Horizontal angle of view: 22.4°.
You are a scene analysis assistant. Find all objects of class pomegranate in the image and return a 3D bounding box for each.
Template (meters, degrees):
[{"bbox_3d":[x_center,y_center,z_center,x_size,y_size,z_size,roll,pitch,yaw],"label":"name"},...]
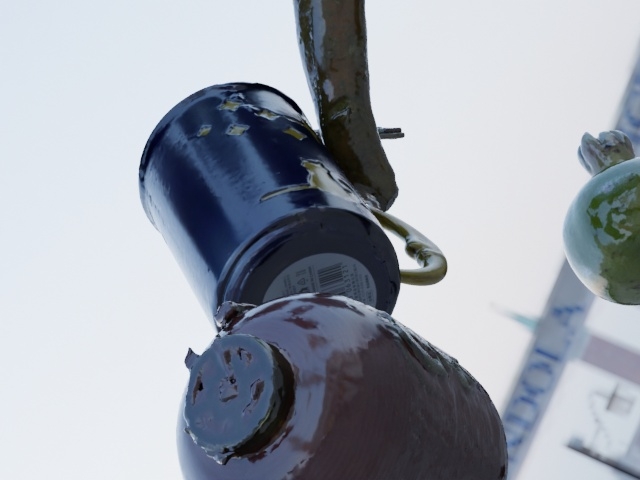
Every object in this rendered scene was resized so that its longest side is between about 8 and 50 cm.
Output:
[{"bbox_3d":[0.343,-0.024,1.812,0.179,0.210,0.179,-38,-30,-27],"label":"pomegranate"}]

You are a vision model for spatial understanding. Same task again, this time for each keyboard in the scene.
[{"bbox_3d":[0.018,-0.115,1.768,0.166,0.055,0.017,-7,-85,-46],"label":"keyboard"}]

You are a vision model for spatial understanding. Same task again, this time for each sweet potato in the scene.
[{"bbox_3d":[0.019,-0.157,1.509,0.075,0.075,0.273,-21,-77,-70],"label":"sweet potato"}]

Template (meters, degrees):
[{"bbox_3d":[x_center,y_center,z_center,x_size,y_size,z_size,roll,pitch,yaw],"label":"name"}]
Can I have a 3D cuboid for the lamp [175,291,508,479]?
[{"bbox_3d":[0.014,0.127,1.016,0.258,0.180,0.180,34,-101,-49],"label":"lamp"}]

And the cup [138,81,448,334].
[{"bbox_3d":[-0.006,-0.017,1.419,0.256,0.255,0.178,-125,25,-54],"label":"cup"}]
